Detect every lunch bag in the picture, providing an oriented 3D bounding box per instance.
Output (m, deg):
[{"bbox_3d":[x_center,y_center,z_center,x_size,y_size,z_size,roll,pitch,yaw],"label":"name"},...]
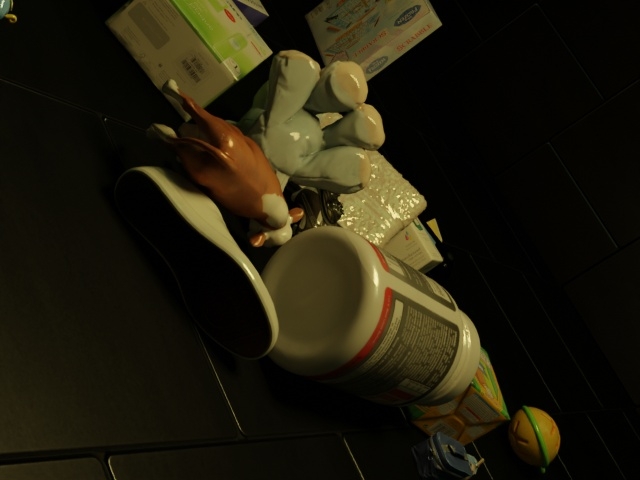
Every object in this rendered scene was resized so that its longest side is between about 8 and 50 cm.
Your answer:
[{"bbox_3d":[0.196,0.349,1.510,0.098,0.065,0.067,34,28,-46],"label":"lunch bag"}]

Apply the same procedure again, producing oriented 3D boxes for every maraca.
[{"bbox_3d":[0.435,0.407,1.930,0.185,0.099,0.127,72,2,-58],"label":"maraca"}]

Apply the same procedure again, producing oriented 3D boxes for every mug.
[{"bbox_3d":[0.254,-0.009,2.254,0.078,0.062,0.064,-26,90,-44],"label":"mug"}]

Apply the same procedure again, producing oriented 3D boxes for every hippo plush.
[{"bbox_3d":[-0.039,-0.163,1.577,0.234,0.294,0.236,30,-2,-14],"label":"hippo plush"}]

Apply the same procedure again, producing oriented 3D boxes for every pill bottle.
[{"bbox_3d":[0.084,0.130,1.397,0.363,0.210,0.210,30,31,-50],"label":"pill bottle"}]

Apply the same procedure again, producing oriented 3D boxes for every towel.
[{"bbox_3d":[0.048,-0.110,1.739,0.282,0.049,0.187,44,60,6],"label":"towel"}]

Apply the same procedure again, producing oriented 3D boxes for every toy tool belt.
[{"bbox_3d":[0.239,0.373,1.589,0.083,0.051,0.052,30,31,-49],"label":"toy tool belt"}]

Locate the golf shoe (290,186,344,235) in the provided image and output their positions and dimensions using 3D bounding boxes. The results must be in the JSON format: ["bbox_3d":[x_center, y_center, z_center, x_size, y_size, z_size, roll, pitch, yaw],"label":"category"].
[{"bbox_3d":[0.000,0.000,1.634,0.077,0.094,0.198,-1,82,-81],"label":"golf shoe"}]

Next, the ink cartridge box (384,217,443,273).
[{"bbox_3d":[0.117,-0.022,1.832,0.231,0.134,0.078,59,20,15],"label":"ink cartridge box"}]

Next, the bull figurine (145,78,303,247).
[{"bbox_3d":[-0.130,-0.097,1.321,0.188,0.101,0.310,39,-9,21],"label":"bull figurine"}]

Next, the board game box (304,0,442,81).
[{"bbox_3d":[0.132,-0.586,2.516,0.066,0.319,0.318,35,28,-44],"label":"board game box"}]

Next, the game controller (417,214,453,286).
[{"bbox_3d":[0.187,-0.038,2.120,0.319,0.067,0.166,52,20,-7],"label":"game controller"}]

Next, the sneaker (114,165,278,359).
[{"bbox_3d":[-0.136,0.017,1.226,0.290,0.106,0.123,55,22,4],"label":"sneaker"}]

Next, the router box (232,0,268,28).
[{"bbox_3d":[-0.279,-0.585,1.916,0.301,0.082,0.335,60,20,14],"label":"router box"}]

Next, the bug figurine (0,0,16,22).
[{"bbox_3d":[-0.476,-0.387,1.158,0.216,0.072,0.279,26,35,-53],"label":"bug figurine"}]

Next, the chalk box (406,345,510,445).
[{"bbox_3d":[0.223,0.235,1.657,0.132,0.132,0.213,42,23,-33],"label":"chalk box"}]

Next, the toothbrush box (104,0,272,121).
[{"bbox_3d":[-0.215,-0.345,1.619,0.206,0.122,0.283,51,18,-10],"label":"toothbrush box"}]
